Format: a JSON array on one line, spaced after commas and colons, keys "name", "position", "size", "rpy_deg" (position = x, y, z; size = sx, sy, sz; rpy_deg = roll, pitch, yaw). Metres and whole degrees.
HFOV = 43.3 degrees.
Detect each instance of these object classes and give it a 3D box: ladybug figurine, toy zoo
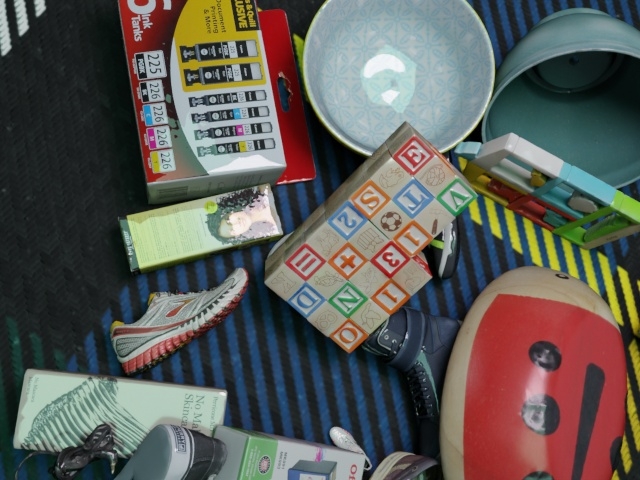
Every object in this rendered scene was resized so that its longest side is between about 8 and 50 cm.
[{"name": "ladybug figurine", "position": [0.324, 0.241, 1.160], "size": [0.305, 0.162, 0.449], "rpy_deg": [28, 65, -26]}, {"name": "toy zoo", "position": [0.339, -0.080, 1.252], "size": [0.293, 0.192, 0.030], "rpy_deg": [27, 75, -4]}]

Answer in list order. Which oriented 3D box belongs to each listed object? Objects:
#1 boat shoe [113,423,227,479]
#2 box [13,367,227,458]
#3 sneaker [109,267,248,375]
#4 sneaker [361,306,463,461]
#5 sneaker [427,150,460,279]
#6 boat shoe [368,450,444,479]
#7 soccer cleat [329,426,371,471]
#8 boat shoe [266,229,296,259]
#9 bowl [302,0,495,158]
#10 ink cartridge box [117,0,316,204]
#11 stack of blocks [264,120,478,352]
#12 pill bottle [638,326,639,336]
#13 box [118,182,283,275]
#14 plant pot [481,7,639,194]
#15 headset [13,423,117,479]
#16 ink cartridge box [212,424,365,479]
[{"name": "boat shoe", "position": [-0.231, 0.355, 1.066], "size": [0.105, 0.113, 0.306], "rpy_deg": [21, 115, -36]}, {"name": "box", "position": [-0.274, 0.247, 1.129], "size": [0.275, 0.094, 0.113], "rpy_deg": [6, 80, -9]}, {"name": "sneaker", "position": [-0.203, 0.101, 1.174], "size": [0.225, 0.088, 0.092], "rpy_deg": [-32, 82, -16]}, {"name": "sneaker", "position": [0.132, 0.210, 1.206], "size": [0.164, 0.086, 0.226], "rpy_deg": [18, 67, -17]}, {"name": "sneaker", "position": [0.168, -0.051, 1.288], "size": [0.097, 0.084, 0.234], "rpy_deg": [-6, 79, 13]}, {"name": "boat shoe", "position": [0.081, 0.403, 1.084], "size": [0.103, 0.092, 0.285], "rpy_deg": [46, 55, -8]}, {"name": "soccer cleat", "position": [0.047, 0.312, 1.205], "size": [0.029, 0.035, 0.083], "rpy_deg": [-40, 89, -14]}, {"name": "boat shoe", "position": [0.000, 0.000, 1.241], "size": [0.184, 0.063, 0.066], "rpy_deg": [-25, 85, -14]}, {"name": "bowl", "position": [0.111, -0.250, 1.253], "size": [0.290, 0.156, 0.289], "rpy_deg": [0, 85, -4]}, {"name": "ink cartridge box", "position": [-0.151, -0.233, 1.224], "size": [0.272, 0.130, 0.309], "rpy_deg": [-9, 81, -13]}, {"name": "stack of blocks", "position": [0.081, -0.002, 1.158], "size": [0.171, 0.087, 0.297], "rpy_deg": [41, 104, -16]}, {"name": "pill bottle", "position": [0.633, 0.070, 1.297], "size": [0.153, 0.153, 0.264], "rpy_deg": [37, 75, -2]}, {"name": "box", "position": [-0.180, -0.017, 1.215], "size": [0.232, 0.058, 0.087], "rpy_deg": [-15, 83, -12]}, {"name": "plant pot", "position": [0.405, -0.240, 1.270], "size": [0.293, 0.293, 0.196], "rpy_deg": [16, 50, -7]}, {"name": "headset", "position": [-0.402, 0.403, 1.025], "size": [0.243, 0.185, 0.394], "rpy_deg": [38, 107, 6]}, {"name": "ink cartridge box", "position": [-0.053, 0.350, 1.108], "size": [0.212, 0.093, 0.154], "rpy_deg": [22, 75, -38]}]
